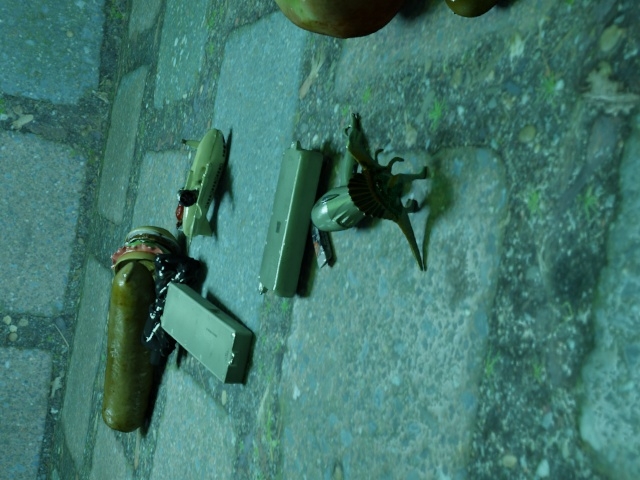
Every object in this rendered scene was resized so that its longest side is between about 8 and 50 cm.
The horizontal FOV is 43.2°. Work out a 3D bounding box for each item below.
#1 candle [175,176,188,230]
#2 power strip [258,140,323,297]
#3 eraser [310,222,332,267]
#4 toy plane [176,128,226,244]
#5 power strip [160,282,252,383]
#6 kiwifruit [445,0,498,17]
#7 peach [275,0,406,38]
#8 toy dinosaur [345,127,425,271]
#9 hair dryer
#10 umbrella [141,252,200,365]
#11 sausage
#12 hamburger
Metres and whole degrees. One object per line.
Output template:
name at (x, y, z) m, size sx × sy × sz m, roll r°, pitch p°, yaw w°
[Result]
candle at (-0.319, -0.090, 1.958) m, size 0.162 × 0.048 × 0.053 m, roll -64°, pitch -4°, yaw 32°
power strip at (-0.051, -0.031, 1.351) m, size 0.118 × 0.046 × 0.271 m, roll -152°, pitch 73°, yaw -70°
eraser at (0.000, 0.000, 1.279) m, size 0.027 × 0.019 × 0.099 m, roll -56°, pitch 36°, yaw 42°
toy plane at (-0.266, -0.122, 1.795) m, size 0.242 × 0.104 × 0.256 m, roll -144°, pitch 58°, yaw -79°
power strip at (-0.241, 0.178, 1.639) m, size 0.367 × 0.043 × 0.106 m, roll 25°, pitch 103°, yaw 55°
kiwifruit at (0.189, -0.315, 0.932) m, size 0.124 × 0.075 × 0.075 m, roll -59°, pitch 33°, yaw 30°
peach at (0.039, -0.414, 1.134) m, size 0.232 × 0.256 × 0.232 m, roll 47°, pitch 162°, yaw 20°
toy dinosaur at (0.080, -0.056, 1.031) m, size 0.044 × 0.106 × 0.187 m, roll -29°, pitch 55°, yaw 59°
hair dryer at (0.067, -0.108, 1.167) m, size 0.167 × 0.067 × 0.199 m, roll -4°, pitch 63°, yaw 55°
umbrella at (-0.349, 0.159, 1.858) m, size 0.122 × 0.110 × 0.272 m, roll 33°, pitch 115°, yaw 54°
sausage at (-0.467, 0.262, 1.986) m, size 0.136 × 0.123 × 0.501 m, roll -54°, pitch -21°, yaw -61°
hamburger at (-0.419, 0.041, 1.989) m, size 0.175 × 0.175 × 0.137 m, roll -54°, pitch 20°, yaw 44°
